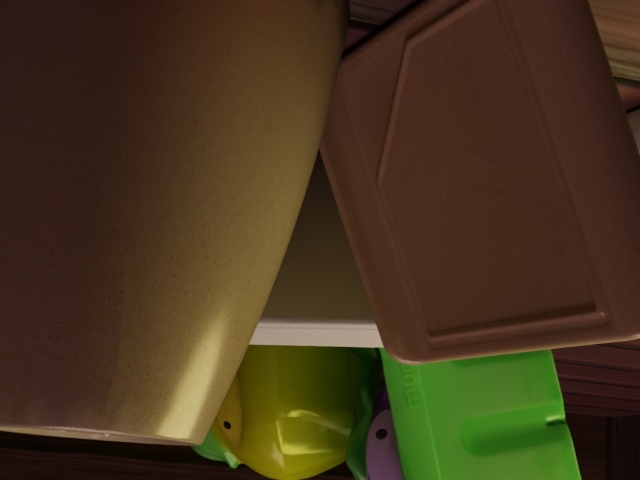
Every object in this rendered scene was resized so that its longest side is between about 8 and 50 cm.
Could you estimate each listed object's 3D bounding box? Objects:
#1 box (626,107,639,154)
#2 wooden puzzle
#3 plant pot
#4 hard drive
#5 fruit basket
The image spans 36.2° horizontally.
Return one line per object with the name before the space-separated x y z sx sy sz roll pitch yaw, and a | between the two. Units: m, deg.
box | 0.286 -0.072 0.725 0.109 0.042 0.178 12 164 -24
wooden puzzle | 0.095 -0.039 0.606 0.044 0.220 0.239 -17 178 -35
plant pot | -0.118 -0.021 0.585 0.257 0.273 0.256 4 165 1
hard drive | 0.000 0.000 0.804 0.308 0.203 0.040 0 134 19
fruit basket | 0.029 0.137 0.976 0.392 0.391 0.283 5 166 0
